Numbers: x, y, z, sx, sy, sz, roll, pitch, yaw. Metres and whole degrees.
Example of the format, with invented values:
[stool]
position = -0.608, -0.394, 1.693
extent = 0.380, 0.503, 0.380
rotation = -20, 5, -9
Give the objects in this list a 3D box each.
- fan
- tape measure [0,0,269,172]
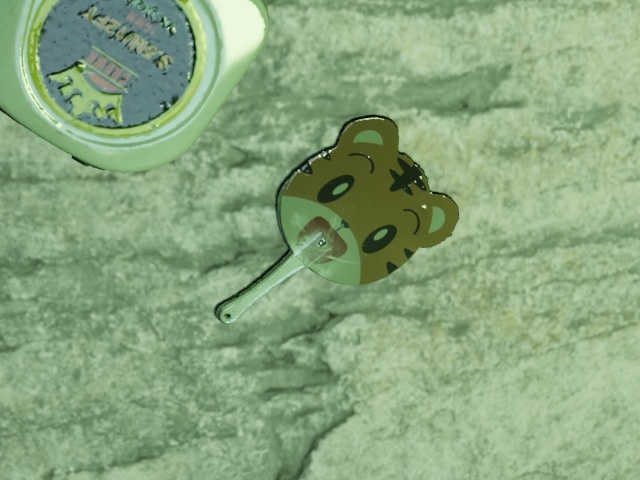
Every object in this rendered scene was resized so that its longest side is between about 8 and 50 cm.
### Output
[fan]
position = 0.000, 0.000, 1.669
extent = 0.226, 0.008, 0.152
rotation = -37, 123, 9
[tape measure]
position = -0.177, -0.169, 1.466
extent = 0.235, 0.115, 0.207
rotation = 32, 109, -19
